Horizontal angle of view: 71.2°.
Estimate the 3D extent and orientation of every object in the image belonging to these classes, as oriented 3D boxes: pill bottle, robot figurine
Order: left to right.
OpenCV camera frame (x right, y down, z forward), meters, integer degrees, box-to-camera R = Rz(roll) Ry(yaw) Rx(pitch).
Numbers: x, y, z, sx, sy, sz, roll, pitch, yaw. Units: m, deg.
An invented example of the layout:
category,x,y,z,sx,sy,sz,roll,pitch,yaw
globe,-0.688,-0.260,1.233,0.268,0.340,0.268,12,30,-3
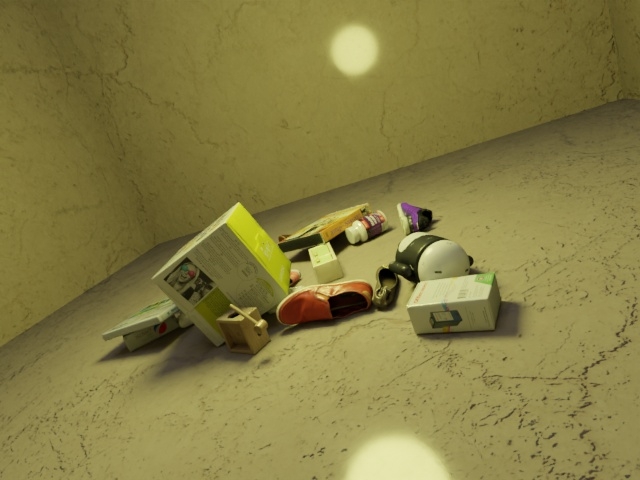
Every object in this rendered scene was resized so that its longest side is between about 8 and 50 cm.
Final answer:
category,x,y,z,sx,sy,sz,roll,pitch,yaw
pill bottle,0.218,-0.059,2.128,0.194,0.108,0.108,-26,16,-20
robot figurine,0.344,0.070,1.407,0.209,0.173,0.278,-46,19,-5

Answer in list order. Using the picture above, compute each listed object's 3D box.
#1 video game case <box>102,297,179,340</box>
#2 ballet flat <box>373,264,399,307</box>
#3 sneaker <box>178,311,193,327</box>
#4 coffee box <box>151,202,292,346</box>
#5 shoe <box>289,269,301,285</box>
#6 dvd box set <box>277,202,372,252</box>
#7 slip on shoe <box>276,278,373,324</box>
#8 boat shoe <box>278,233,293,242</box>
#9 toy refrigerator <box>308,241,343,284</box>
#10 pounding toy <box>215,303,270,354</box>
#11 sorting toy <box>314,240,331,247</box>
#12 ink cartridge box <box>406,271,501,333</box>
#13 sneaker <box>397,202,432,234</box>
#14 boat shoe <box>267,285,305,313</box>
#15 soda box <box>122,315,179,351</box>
category,x,y,z,sx,sy,sz,roll,pitch,yaw
video game case,-0.698,0.306,1.888,0.329,0.036,0.300,-20,9,25
ballet flat,0.219,0.137,1.491,0.084,0.058,0.250,15,26,10
sneaker,-0.500,0.299,1.890,0.094,0.080,0.212,4,25,33
coffee box,-0.338,0.112,1.660,0.334,0.338,0.337,-37,14,8
shoe,-0.177,0.166,1.936,0.178,0.063,0.081,-8,14,26
dvd box set,0.026,-0.064,2.241,0.308,0.062,0.420,-13,13,44
slip on shoe,0.012,0.209,1.461,0.332,0.123,0.101,-14,20,6
boat shoe,-0.161,0.003,2.481,0.073,0.073,0.207,-26,23,-27
toy refrigerator,0.017,0.089,1.899,0.102,0.094,0.269,-20,16,0
pounding toy,-0.229,0.264,1.440,0.206,0.181,0.094,-7,19,39
sorting toy,0.000,0.000,2.321,0.275,0.046,0.132,-27,16,-26
ink cartridge box,0.357,0.167,1.193,0.213,0.093,0.154,-9,18,31
sneaker,0.439,-0.108,2.055,0.146,0.102,0.293,-14,21,9
boat shoe,-0.137,0.213,1.724,0.184,0.063,0.066,-27,16,-22
soda box,-0.710,0.376,1.878,0.216,0.073,0.069,-27,16,-21
